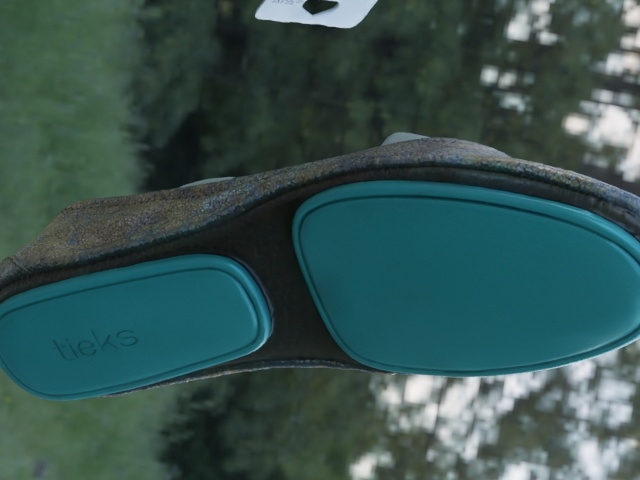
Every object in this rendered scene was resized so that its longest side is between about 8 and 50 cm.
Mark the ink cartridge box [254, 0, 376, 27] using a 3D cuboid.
[{"bbox_3d":[0.010,-0.176,0.717,0.092,0.090,0.143,-7,100,-51],"label":"ink cartridge box"}]

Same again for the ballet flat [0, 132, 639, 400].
[{"bbox_3d":[0.000,0.000,0.643,0.106,0.316,0.107,-63,143,-54],"label":"ballet flat"}]
